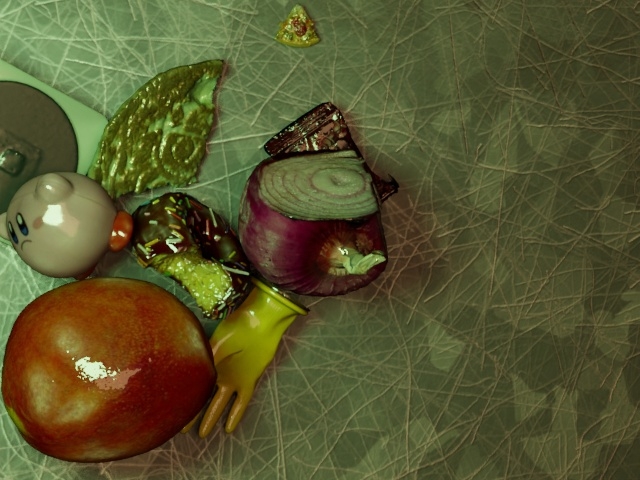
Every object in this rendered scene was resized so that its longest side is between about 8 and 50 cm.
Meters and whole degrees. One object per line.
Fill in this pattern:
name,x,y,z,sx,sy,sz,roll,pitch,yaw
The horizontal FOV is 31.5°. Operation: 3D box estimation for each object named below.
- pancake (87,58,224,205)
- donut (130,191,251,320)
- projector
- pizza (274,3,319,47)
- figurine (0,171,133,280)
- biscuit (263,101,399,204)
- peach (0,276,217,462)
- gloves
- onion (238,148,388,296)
pancake,-0.271,-0.164,1.890,0.376,0.054,0.197,-48,126,-17
donut,-0.201,0.014,1.839,0.096,0.216,0.230,-42,101,19
projector,-0.506,-0.140,1.805,0.259,0.079,0.257,29,81,-27
pizza,-0.041,-0.378,1.987,0.083,0.025,0.078,-3,94,-17
figurine,-0.396,-0.026,1.736,0.173,0.173,0.173,0,91,-18
biscuit,0.028,-0.120,1.995,0.151,0.063,0.235,-39,106,-2
peach,-0.319,0.198,1.755,0.332,0.308,0.308,-4,92,11
gloves,-0.145,0.209,1.929,0.133,0.116,0.294,34,87,-8
onion,-0.010,-0.013,1.870,0.256,0.230,0.272,13,43,5
